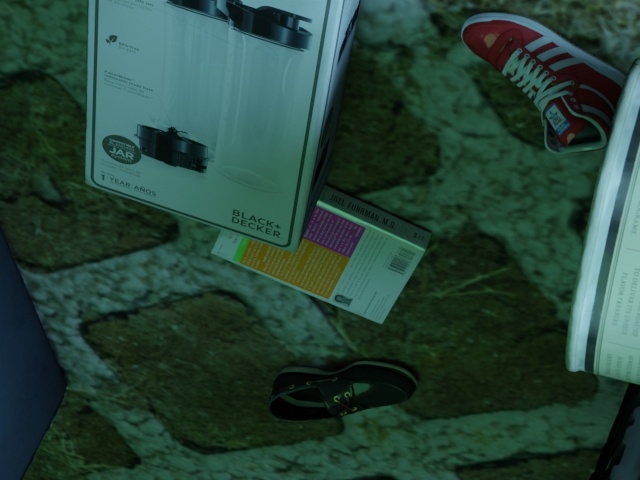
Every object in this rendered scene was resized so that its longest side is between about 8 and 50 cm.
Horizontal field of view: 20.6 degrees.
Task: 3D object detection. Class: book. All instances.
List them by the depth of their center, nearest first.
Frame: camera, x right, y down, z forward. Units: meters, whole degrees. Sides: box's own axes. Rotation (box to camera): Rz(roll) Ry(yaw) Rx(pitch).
[{"bbox_3d":[0.000,0.000,1.327,0.144,0.035,0.096,25,137,-3],"label":"book"}]

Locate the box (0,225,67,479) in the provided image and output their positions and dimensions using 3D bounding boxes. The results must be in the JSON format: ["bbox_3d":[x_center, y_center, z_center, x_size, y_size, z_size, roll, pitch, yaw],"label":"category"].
[{"bbox_3d":[-0.524,0.045,1.431,0.471,0.297,0.480,5,137,18],"label":"box"}]

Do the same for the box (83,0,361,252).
[{"bbox_3d":[-0.063,-0.136,1.162,0.169,0.087,0.290,18,141,7],"label":"box"}]

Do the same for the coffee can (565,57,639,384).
[{"bbox_3d":[0.305,0.014,1.061,0.275,0.201,0.201,13,139,12],"label":"coffee can"}]

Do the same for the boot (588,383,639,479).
[{"bbox_3d":[0.309,0.229,1.226,0.260,0.348,0.131,22,180,5],"label":"boot"}]

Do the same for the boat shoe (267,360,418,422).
[{"bbox_3d":[0.018,0.128,1.454,0.133,0.042,0.049,-5,131,28],"label":"boat shoe"}]

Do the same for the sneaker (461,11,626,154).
[{"bbox_3d":[0.139,-0.099,1.121,0.118,0.067,0.042,25,140,-2],"label":"sneaker"}]
